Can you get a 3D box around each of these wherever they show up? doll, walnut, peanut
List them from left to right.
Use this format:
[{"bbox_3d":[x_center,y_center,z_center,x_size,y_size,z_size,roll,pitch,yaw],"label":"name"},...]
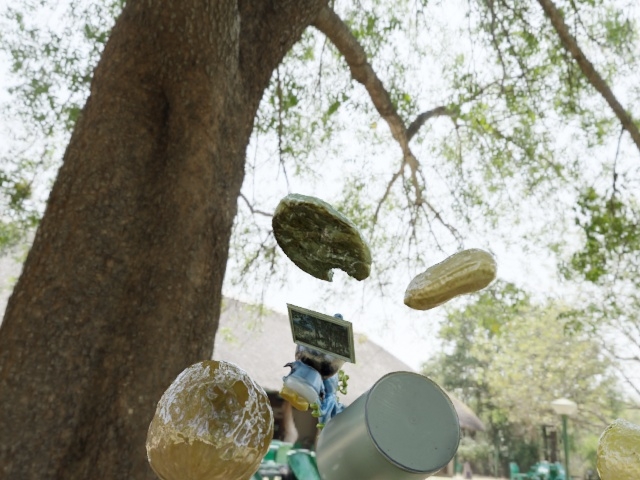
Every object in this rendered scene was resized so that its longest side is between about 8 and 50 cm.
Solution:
[{"bbox_3d":[-0.261,0.447,1.292,0.332,0.333,0.333,4,-21,1],"label":"walnut"},{"bbox_3d":[-0.009,0.340,1.585,0.177,0.314,0.141,45,-34,-16],"label":"doll"},{"bbox_3d":[0.018,0.580,1.981,0.098,0.342,0.346,-4,-19,21],"label":"doll"},{"bbox_3d":[0.388,0.125,1.638,0.305,0.147,0.147,-28,-30,11],"label":"peanut"}]

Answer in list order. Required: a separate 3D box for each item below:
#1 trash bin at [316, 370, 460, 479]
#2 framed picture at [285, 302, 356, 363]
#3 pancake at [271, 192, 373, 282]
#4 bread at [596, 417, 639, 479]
[{"bbox_3d":[0.161,0.538,1.425,0.280,0.281,0.432,9,-36,-12],"label":"trash bin"},{"bbox_3d":[0.000,0.229,1.322,0.183,0.011,0.142,14,-50,26],"label":"framed picture"},{"bbox_3d":[0.000,0.000,1.125,0.253,0.037,0.254,25,-36,19],"label":"pancake"},{"bbox_3d":[0.753,0.527,1.274,0.197,0.197,0.170,19,-15,-32],"label":"bread"}]
